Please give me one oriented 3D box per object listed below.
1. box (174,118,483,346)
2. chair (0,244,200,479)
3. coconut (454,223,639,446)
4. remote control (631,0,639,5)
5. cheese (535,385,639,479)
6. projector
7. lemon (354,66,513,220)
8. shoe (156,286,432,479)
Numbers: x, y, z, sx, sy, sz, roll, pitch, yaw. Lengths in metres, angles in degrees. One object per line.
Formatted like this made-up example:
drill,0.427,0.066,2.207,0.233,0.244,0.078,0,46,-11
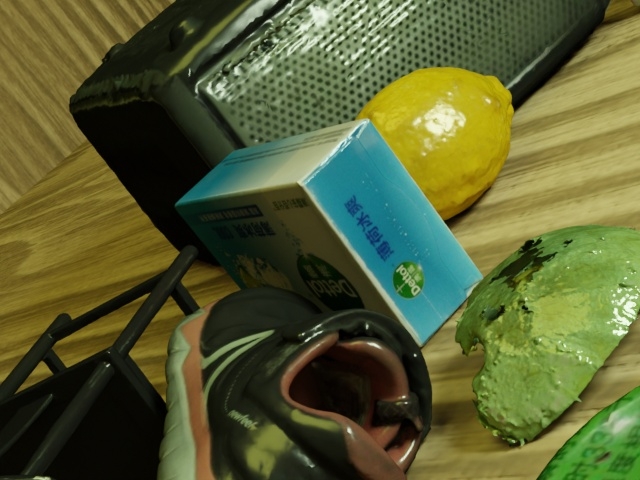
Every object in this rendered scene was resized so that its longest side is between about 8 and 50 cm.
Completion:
box,0.000,0.000,0.884,0.073,0.139,0.194,-45,18,-24
chair,-0.140,0.134,0.795,0.154,0.141,0.260,-27,17,28
coconut,0.130,0.031,0.692,0.133,0.055,0.158,-34,18,12
remote control,0.386,-0.332,1.172,0.145,0.050,0.344,-20,23,43
cheese,0.166,0.095,0.398,0.320,0.083,0.204,-18,23,52
projector,-0.005,-0.177,1.197,0.405,0.242,0.395,-42,19,-14
lemon,0.085,-0.074,0.965,0.155,0.114,0.114,-40,17,-20
shoe,-0.009,0.084,0.715,0.137,0.114,0.291,-37,18,14
